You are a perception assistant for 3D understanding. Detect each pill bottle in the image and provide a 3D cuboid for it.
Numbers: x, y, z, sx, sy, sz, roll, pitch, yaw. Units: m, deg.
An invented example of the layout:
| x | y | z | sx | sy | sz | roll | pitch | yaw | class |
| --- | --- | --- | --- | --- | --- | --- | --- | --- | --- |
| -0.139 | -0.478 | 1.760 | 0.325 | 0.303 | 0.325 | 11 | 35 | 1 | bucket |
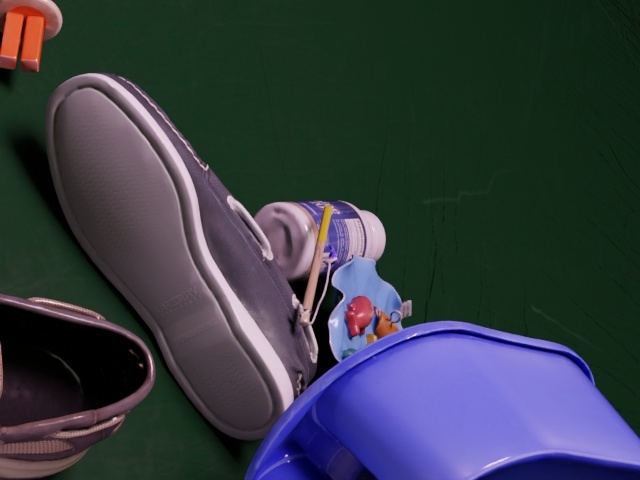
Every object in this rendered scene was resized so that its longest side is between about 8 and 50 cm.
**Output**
| x | y | z | sx | sy | sz | roll | pitch | yaw | class |
| --- | --- | --- | --- | --- | --- | --- | --- | --- | --- |
| 0.000 | 0.000 | 1.558 | 0.120 | 0.067 | 0.067 | -3 | 68 | -53 | pill bottle |

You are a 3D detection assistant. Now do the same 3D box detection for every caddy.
| x | y | z | sx | sy | sz | roll | pitch | yaw | class |
| --- | --- | --- | --- | --- | --- | --- | --- | --- | --- |
| 0.095 | 0.184 | 1.388 | 0.341 | 0.241 | 0.179 | 15 | 27 | -47 | caddy |

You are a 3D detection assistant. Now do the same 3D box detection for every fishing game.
| x | y | z | sx | sy | sz | roll | pitch | yaw | class |
| --- | --- | --- | --- | --- | --- | --- | --- | --- | --- |
| 0.054 | 0.101 | 1.510 | 0.189 | 0.041 | 0.264 | -73 | 144 | -52 | fishing game |

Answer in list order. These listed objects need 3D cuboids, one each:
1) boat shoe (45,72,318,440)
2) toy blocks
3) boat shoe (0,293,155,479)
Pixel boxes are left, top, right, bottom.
| x | y | z | sx | sy | sz | roll | pitch | yaw | class |
| --- | --- | --- | --- | --- | --- | --- | --- | --- | --- |
| -0.100 | 0.003 | 1.399 | 0.302 | 0.114 | 0.091 | 66 | 32 | -15 | boat shoe |
| -0.246 | -0.166 | 1.376 | 0.123 | 0.054 | 0.148 | 34 | 42 | -33 | toy blocks |
| -0.246 | 0.071 | 1.135 | 0.355 | 0.130 | 0.132 | 4 | 63 | -51 | boat shoe |
